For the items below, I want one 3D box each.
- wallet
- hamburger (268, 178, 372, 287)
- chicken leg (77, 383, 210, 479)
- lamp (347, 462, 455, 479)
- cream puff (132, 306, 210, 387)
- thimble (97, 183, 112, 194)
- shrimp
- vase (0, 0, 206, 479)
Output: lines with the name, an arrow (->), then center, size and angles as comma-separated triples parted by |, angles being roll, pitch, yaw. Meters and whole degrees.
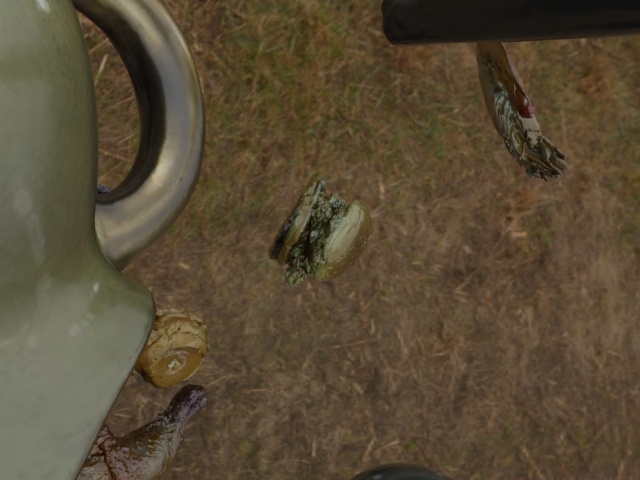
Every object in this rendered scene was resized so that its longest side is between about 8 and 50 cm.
wallet -> 0.250, -0.189, 0.534 | 0.228, 0.406, 0.062 | -30, 116, -30
hamburger -> 0.000, 0.000, 1.247 | 0.131, 0.159, 0.185 | 33, 68, 4
chicken leg -> -0.311, 0.300, 1.169 | 0.322, 0.083, 0.178 | -1, 53, -20
lamp -> 0.015, 0.305, 0.779 | 0.313, 0.182, 0.182 | 6, 73, -3
cream puff -> -0.220, 0.152, 1.153 | 0.104, 0.119, 0.133 | 48, 17, 26
thimble -> -0.411, -0.057, 1.518 | 0.104, 0.066, 0.095 | 44, 17, -12
shrimp -> 0.239, -0.171, 0.969 | 0.053, 0.133, 0.236 | -13, 55, -4
vase -> -0.182, -0.040, 0.413 | 0.329, 0.240, 0.302 | -41, 117, -40
